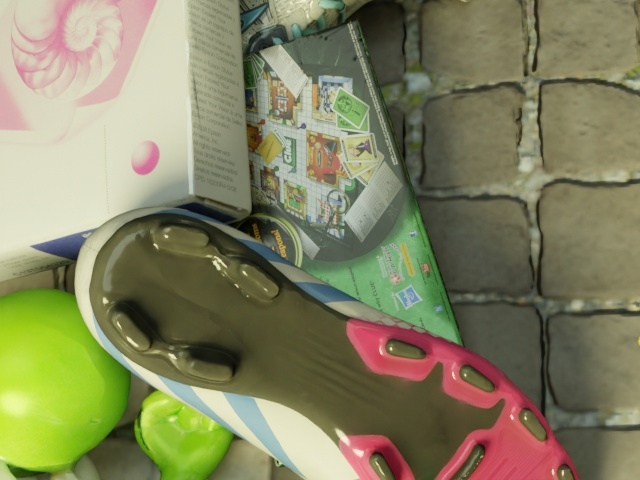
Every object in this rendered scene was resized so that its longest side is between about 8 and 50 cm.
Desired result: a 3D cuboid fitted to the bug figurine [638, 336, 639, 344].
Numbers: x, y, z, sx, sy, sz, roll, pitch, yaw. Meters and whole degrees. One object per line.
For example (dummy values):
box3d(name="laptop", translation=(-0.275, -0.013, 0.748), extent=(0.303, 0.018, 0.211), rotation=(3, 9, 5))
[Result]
box3d(name="bug figurine", translation=(0.292, 0.139, 0.717), extent=(0.216, 0.072, 0.279), rotation=(-5, 63, 12))

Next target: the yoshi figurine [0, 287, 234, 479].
box3d(name="yoshi figurine", translation=(-0.118, 0.155, 0.753), extent=(0.362, 0.203, 0.203), rotation=(34, 69, 28))

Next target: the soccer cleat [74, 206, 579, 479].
box3d(name="soccer cleat", translation=(0.007, 0.083, 0.765), extent=(0.331, 0.143, 0.116), rotation=(35, 83, -12))

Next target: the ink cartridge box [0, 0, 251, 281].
box3d(name="ink cartridge box", translation=(-0.201, -0.141, 0.894), extent=(0.324, 0.071, 0.330), rotation=(-14, 72, 30))

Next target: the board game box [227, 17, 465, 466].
box3d(name="board game box", translation=(0.000, 0.000, 0.841), extent=(0.136, 0.030, 0.259), rotation=(-17, 79, 3))

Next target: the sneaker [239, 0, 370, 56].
box3d(name="sneaker", translation=(-0.048, -0.133, 0.930), extent=(0.283, 0.110, 0.122), rotation=(-21, 69, 13))
